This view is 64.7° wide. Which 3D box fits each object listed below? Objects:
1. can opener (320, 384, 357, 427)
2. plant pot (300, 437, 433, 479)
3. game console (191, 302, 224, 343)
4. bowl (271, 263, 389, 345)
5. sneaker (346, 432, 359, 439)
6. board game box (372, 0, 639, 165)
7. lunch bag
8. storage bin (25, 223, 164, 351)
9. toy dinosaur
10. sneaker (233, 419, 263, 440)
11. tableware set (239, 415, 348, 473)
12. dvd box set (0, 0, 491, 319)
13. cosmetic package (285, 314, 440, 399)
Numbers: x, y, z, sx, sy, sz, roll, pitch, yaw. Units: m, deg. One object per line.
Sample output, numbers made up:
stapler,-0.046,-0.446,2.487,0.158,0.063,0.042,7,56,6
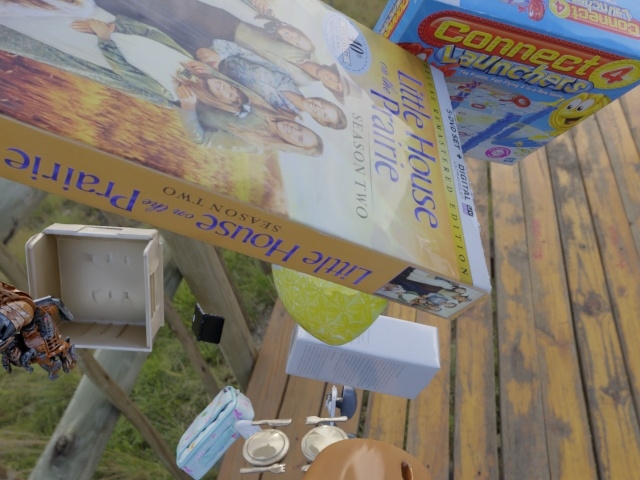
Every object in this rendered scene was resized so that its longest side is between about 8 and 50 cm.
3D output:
can opener,0.046,0.525,1.358,0.095,0.284,0.076,3,12,0
plant pot,0.060,0.437,0.735,0.290,0.291,0.203,3,29,15
game console,-0.396,0.291,1.772,0.071,0.122,0.107,-4,34,-36
bowl,0.000,0.000,0.783,0.156,0.289,0.290,24,39,-22
sneaker,0.125,0.722,1.693,0.083,0.222,0.118,-8,12,22
board game box,0.215,-0.222,0.682,0.308,0.302,0.086,9,74,-12
lunch bag,-0.336,0.605,1.618,0.279,0.108,0.224,-49,9,-8
storage bin,-0.508,0.105,1.168,0.262,0.261,0.123,3,16,-2
toy dinosaur,-0.607,0.160,0.953,0.218,0.322,0.164,-40,17,-22
sneaker,-0.196,0.584,1.501,0.053,0.152,0.061,-37,27,30
tableware set,-0.043,0.381,0.917,0.194,0.039,0.128,-5,23,5
dvd box set,-0.050,-0.126,0.434,0.420,0.062,0.308,20,50,-24
cosmetic package,0.133,0.358,1.648,0.453,0.230,0.162,14,47,-6
